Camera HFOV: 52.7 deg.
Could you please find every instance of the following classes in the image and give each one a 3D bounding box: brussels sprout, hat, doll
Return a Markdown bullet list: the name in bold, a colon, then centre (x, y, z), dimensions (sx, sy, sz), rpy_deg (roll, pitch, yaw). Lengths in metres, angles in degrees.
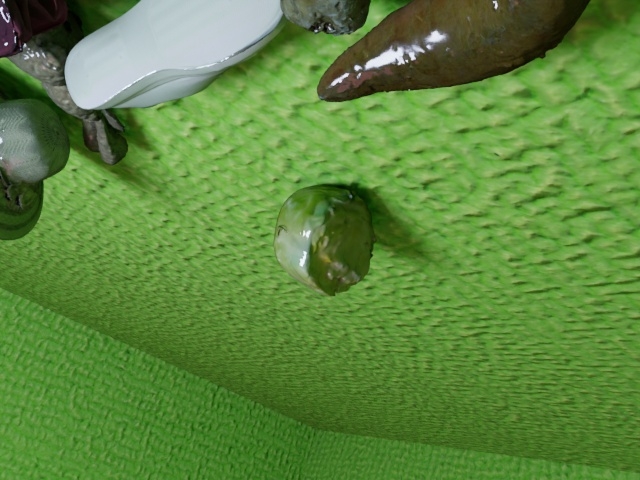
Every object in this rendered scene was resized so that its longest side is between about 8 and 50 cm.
- **brussels sprout**: centre (-0.003, -0.004, 0.888), dimensions (0.122, 0.149, 0.151), rpy_deg (17, 122, 46)
- **hat**: centre (-0.403, -0.131, 0.875), dimensions (0.110, 0.252, 0.252), rpy_deg (-13, 150, 7)
- **doll**: centre (-0.297, -0.180, 0.792), dimensions (0.203, 0.091, 0.286), rpy_deg (44, 164, 41)

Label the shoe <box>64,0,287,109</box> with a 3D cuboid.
- **shoe**: centre (-0.129, -0.196, 0.645), dimensions (0.265, 0.095, 0.110), rpy_deg (-12, -179, 26)

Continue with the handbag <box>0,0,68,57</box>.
- **handbag**: centre (-0.351, -0.269, 0.582), dimensions (0.203, 0.074, 0.216), rpy_deg (-1, 125, 34)

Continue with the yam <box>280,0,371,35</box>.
- **yam**: centre (0.007, -0.228, 0.463), dimensions (0.078, 0.078, 0.179), rpy_deg (18, 156, 4)

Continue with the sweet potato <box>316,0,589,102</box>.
- **sweet potato**: centre (0.122, -0.175, 0.463), dimensions (0.124, 0.098, 0.310), rpy_deg (21, 152, -21)
